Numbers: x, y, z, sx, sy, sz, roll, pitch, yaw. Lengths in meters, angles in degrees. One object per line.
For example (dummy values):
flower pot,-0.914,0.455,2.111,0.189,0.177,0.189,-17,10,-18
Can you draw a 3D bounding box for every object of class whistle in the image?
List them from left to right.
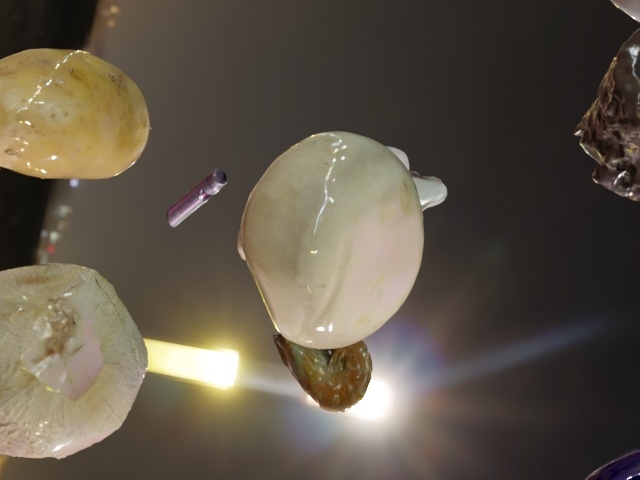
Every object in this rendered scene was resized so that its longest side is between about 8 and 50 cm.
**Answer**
whistle,-0.215,-0.073,2.560,0.176,0.033,0.033,-36,-140,46

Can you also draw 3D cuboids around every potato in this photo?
potato,-0.228,-0.111,1.314,0.118,0.178,0.109,41,-64,35

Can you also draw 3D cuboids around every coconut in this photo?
coconut,-0.400,0.175,2.172,0.254,0.297,0.297,-1,-103,58

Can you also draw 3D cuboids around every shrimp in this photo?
shrimp,0.003,0.172,2.239,0.115,0.051,0.217,-46,-131,-2

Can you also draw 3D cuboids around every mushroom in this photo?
mushroom,0.000,0.000,1.682,0.202,0.246,0.246,0,-104,37

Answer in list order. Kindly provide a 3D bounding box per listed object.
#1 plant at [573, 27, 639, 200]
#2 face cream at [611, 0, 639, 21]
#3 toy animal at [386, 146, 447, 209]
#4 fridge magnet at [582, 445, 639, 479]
plant,0.391,-0.128,1.645,0.204,0.178,0.234,-46,160,-17
face cream,0.308,-0.235,1.321,0.095,0.091,0.091,-56,-163,17
toy animal,0.057,-0.015,2.420,0.249,0.174,0.289,-45,174,-46
fridge magnet,0.461,0.327,1.965,0.265,0.265,0.112,116,-37,-55
